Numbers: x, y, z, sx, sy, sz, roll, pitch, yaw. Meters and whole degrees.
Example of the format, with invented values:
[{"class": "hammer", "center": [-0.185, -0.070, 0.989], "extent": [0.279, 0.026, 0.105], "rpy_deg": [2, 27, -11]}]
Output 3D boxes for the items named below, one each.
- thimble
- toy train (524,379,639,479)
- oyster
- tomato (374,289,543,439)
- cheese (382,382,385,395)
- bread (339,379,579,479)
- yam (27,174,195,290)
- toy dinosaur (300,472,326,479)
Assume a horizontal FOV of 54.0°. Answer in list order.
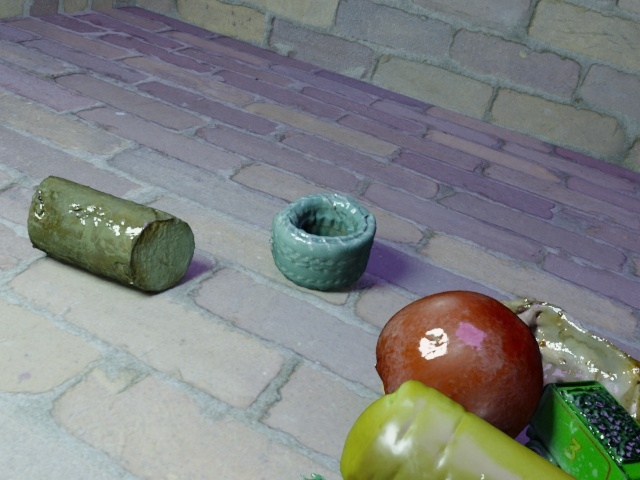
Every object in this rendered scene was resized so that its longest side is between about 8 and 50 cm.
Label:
[{"class": "thimble", "center": [0.000, 0.000, 1.389], "extent": [0.234, 0.143, 0.198], "rpy_deg": [4, 39, -9]}, {"class": "toy train", "center": [0.410, 0.341, 0.946], "extent": [0.132, 0.188, 0.243], "rpy_deg": [1, 32, -20]}, {"class": "oyster", "center": [0.439, 0.252, 1.190], "extent": [0.221, 0.096, 0.361], "rpy_deg": [-30, 45, -22]}, {"class": "tomato", "center": [0.226, 0.205, 1.000], "extent": [0.264, 0.265, 0.265], "rpy_deg": [10, 29, -6]}, {"class": "cheese", "center": [0.139, 0.277, 1.096], "extent": [0.086, 0.036, 0.162], "rpy_deg": [20, 29, 14]}, {"class": "bread", "center": [0.192, 0.355, 0.784], "extent": [0.376, 0.251, 0.208], "rpy_deg": [32, 50, 25]}, {"class": "yam", "center": [-0.417, -0.012, 1.240], "extent": [0.304, 0.168, 0.168], "rpy_deg": [19, 29, 12]}, {"class": "toy dinosaur", "center": [-0.001, 0.364, 0.902], "extent": [0.083, 0.021, 0.062], "rpy_deg": [29, 20, 28]}]
